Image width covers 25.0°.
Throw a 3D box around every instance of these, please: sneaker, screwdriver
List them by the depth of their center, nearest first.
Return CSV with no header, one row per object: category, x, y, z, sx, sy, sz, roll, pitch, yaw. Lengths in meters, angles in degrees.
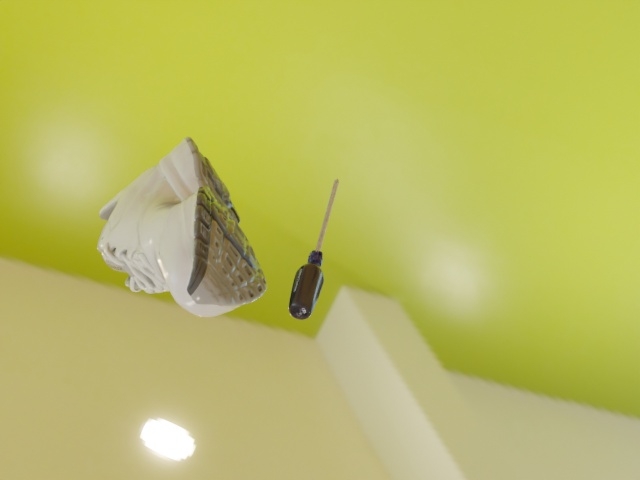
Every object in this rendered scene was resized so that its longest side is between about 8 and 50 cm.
screwdriver,0.000,0.000,1.191,0.024,0.025,0.170,17,-132,-1
sneaker,-0.132,0.008,1.299,0.111,0.129,0.297,59,-179,-20
